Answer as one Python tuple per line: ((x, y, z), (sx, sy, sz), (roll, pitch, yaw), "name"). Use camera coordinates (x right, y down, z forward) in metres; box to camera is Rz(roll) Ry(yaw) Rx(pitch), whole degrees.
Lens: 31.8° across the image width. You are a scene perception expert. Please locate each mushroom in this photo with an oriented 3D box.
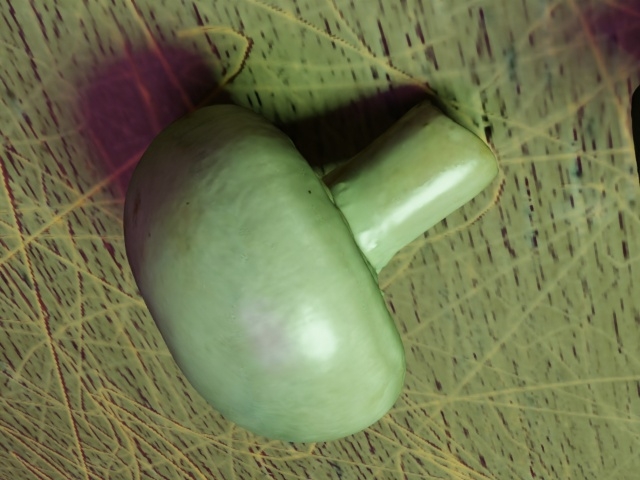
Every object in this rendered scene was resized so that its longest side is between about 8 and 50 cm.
((0.000, 0.000, 0.645), (0.215, 0.207, 0.207), (-35, 128, 0), "mushroom")

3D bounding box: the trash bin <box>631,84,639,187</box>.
((0.306, -0.048, 0.483), (0.219, 0.220, 0.250), (31, 128, -21), "trash bin")
